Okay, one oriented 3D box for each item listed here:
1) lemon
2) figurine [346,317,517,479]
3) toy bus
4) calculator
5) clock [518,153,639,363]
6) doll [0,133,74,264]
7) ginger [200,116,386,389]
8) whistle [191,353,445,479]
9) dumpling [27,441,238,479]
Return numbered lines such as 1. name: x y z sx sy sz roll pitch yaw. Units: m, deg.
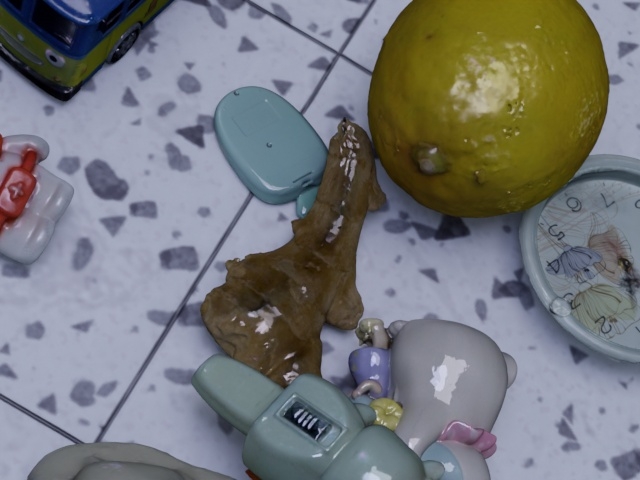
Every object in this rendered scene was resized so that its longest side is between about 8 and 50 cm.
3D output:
1. lemon: 0.161 -0.141 1.499 0.236 0.236 0.263 39 69 4
2. figurine: 0.087 0.192 1.375 0.155 0.127 0.235 20 60 -18
3. toy bus: -0.191 -0.287 1.498 0.138 0.175 0.287 40 61 4
4. calculator: -0.043 -0.087 1.533 0.095 0.021 0.153 -30 73 -26
5. clock: 0.302 0.024 1.564 0.237 0.053 0.236 8 61 -15
6. doll: -0.361 -0.082 1.371 0.290 0.130 0.161 31 72 -17
7. ginger: -0.019 0.042 1.439 0.148 0.081 0.333 26 65 -2
8. whistle: -0.005 0.173 1.295 0.253 0.105 0.102 32 34 23
9. dumpling: -0.092 0.268 1.248 0.243 0.187 0.318 -19 67 -23
